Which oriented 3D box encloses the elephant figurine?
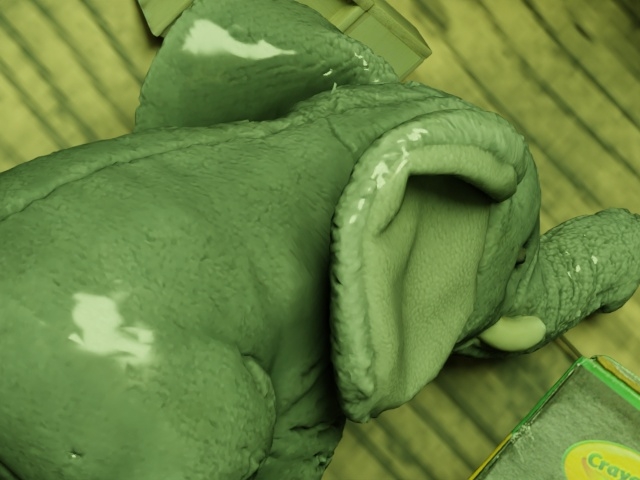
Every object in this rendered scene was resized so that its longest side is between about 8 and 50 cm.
[{"bbox_3d":[0.000,0.000,0.397,0.239,0.186,0.169,-41,82,-15],"label":"elephant figurine"}]

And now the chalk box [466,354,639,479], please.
[{"bbox_3d":[0.093,0.133,0.378,0.213,0.132,0.132,-44,64,-12],"label":"chalk box"}]

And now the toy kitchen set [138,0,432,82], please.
[{"bbox_3d":[-0.019,-0.091,0.477,0.068,0.075,0.083,-40,52,18],"label":"toy kitchen set"}]
